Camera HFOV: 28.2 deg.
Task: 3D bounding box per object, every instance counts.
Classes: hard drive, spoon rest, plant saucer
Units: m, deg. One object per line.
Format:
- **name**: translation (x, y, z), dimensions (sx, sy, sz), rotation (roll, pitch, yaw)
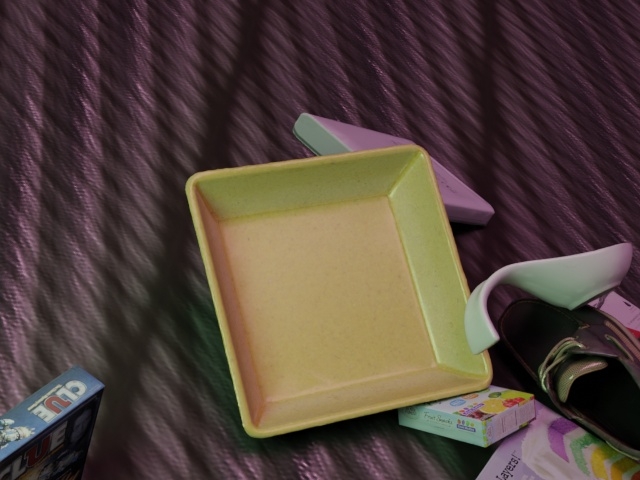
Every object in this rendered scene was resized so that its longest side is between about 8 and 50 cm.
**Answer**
- **hard drive**: translation (0.115, -0.101, 1.890), dimensions (0.203, 0.040, 0.307), rotation (42, 19, 27)
- **spoon rest**: translation (0.288, 0.057, 1.621), dimensions (0.276, 0.137, 0.084), rotation (-21, 76, -34)
- **plant saucer**: translation (0.015, 0.062, 1.590), dimensions (0.333, 0.081, 0.332), rotation (-9, 75, -22)

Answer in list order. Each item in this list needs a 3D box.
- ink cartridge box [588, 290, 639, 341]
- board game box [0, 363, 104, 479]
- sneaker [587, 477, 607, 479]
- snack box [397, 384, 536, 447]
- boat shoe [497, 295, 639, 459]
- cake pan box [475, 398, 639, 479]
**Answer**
- **ink cartridge box**: translation (0.395, 0.113, 1.830), dimensions (0.135, 0.056, 0.099), rotation (36, 40, 19)
- **board game box**: translation (-0.319, 0.243, 1.244), dimensions (0.042, 0.165, 0.243), rotation (33, 39, 17)
- **sneaker**: translation (0.219, 0.322, 1.094), dimensions (0.153, 0.101, 0.268), rotation (38, 45, 23)
- **snack box**: translation (0.179, 0.208, 1.569), dimensions (0.100, 0.037, 0.141), rotation (-17, 17, -41)
- **boat shoe**: translation (0.350, 0.166, 1.620), dimensions (0.130, 0.132, 0.355), rotation (20, 11, -45)
- **cake pan box**: translation (0.295, 0.334, 1.496), dimensions (0.246, 0.070, 0.267), rotation (31, 38, 18)
